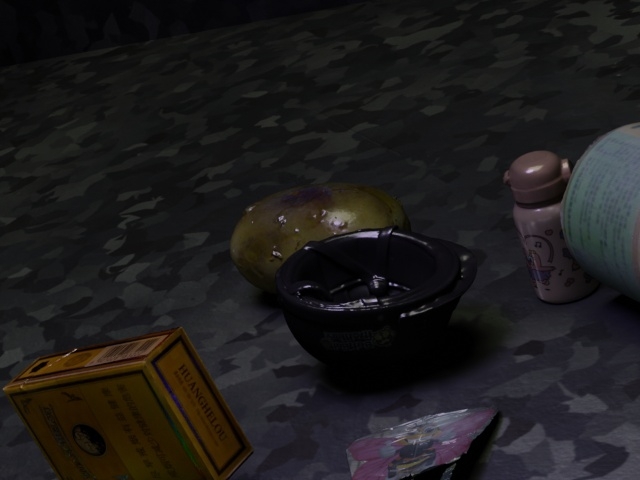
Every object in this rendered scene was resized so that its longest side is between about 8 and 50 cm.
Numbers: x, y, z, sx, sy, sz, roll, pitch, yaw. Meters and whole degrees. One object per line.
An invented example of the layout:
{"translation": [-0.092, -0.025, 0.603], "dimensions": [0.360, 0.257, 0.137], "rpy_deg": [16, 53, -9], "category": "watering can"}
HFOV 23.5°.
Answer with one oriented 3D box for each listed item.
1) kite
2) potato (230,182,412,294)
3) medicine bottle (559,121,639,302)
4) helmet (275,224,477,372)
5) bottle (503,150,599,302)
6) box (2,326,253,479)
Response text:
{"translation": [0.108, 0.277, 1.829], "dimensions": [0.204, 0.022, 0.360], "rpy_deg": [-17, 14, 13], "category": "kite"}
{"translation": [0.000, 0.000, 2.385], "dimensions": [0.308, 0.173, 0.210], "rpy_deg": [-3, 30, 27], "category": "potato"}
{"translation": [0.505, 0.001, 1.924], "dimensions": [0.236, 0.235, 0.406], "rpy_deg": [-26, 23, -16], "category": "medicine bottle"}
{"translation": [0.078, 0.096, 2.135], "dimensions": [0.279, 0.160, 0.230], "rpy_deg": [2, 28, 11], "category": "helmet"}
{"translation": [0.328, -0.025, 2.144], "dimensions": [0.110, 0.209, 0.097], "rpy_deg": [-12, 25, 14], "category": "bottle"}
{"translation": [-0.252, 0.230, 1.979], "dimensions": [0.302, 0.192, 0.084], "rpy_deg": [-14, 20, 43], "category": "box"}
